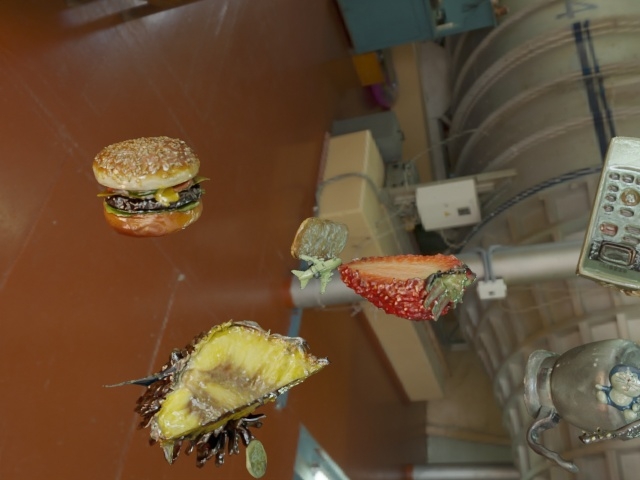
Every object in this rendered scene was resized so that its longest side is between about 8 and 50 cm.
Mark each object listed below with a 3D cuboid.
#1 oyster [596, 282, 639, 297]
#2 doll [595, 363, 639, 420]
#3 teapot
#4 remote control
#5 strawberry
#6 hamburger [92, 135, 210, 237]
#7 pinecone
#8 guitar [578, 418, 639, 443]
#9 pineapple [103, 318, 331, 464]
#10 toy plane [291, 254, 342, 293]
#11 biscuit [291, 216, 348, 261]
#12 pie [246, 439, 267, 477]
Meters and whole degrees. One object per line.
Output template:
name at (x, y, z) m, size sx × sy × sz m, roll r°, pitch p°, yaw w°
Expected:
oyster at (0.715, 0.104, 1.534) m, size 0.106 × 0.061 × 0.200 m, roll 67°, pitch -25°, yaw 0°
doll at (0.511, 0.249, 1.152) m, size 0.050 × 0.076 × 0.083 m, roll -3°, pitch 117°, yaw -65°
teapot at (0.606, 0.384, 1.602) m, size 0.223 × 0.285 × 0.305 m, roll 16°, pitch 73°, yaw -37°
remote control at (0.568, -0.054, 1.263) m, size 0.038 × 0.124 × 0.285 m, roll 53°, pitch 55°, yaw -77°
strawberry at (0.191, 0.108, 1.573) m, size 0.233 × 0.306 × 0.137 m, roll -18°, pitch 105°, yaw -42°
hamburger at (-0.438, -0.149, 1.751) m, size 0.291 × 0.291 × 0.225 m, roll -58°, pitch 151°, yaw -62°
pinecone at (-0.327, 0.463, 1.938) m, size 0.398 × 0.398 × 0.397 m, roll -8°, pitch 90°, yaw -71°
guitar at (0.402, 0.182, 0.773) m, size 0.088 × 0.233 × 0.025 m, roll -139°, pitch -152°, yaw -85°
pineapple at (-0.172, 0.236, 1.152) m, size 0.158 × 0.335 × 0.161 m, roll 57°, pitch -23°, yaw 10°
toy plane at (-0.003, 0.063, 1.445) m, size 0.102 × 0.111 × 0.040 m, roll 59°, pitch -13°, yaw 23°
biscuit at (0.000, 0.000, 1.756) m, size 0.247 × 0.029 × 0.118 m, roll 10°, pitch 103°, yaw -60°
pie at (-0.141, 0.479, 1.486) m, size 0.085 × 0.017 × 0.085 m, roll 53°, pitch 26°, yaw -41°
